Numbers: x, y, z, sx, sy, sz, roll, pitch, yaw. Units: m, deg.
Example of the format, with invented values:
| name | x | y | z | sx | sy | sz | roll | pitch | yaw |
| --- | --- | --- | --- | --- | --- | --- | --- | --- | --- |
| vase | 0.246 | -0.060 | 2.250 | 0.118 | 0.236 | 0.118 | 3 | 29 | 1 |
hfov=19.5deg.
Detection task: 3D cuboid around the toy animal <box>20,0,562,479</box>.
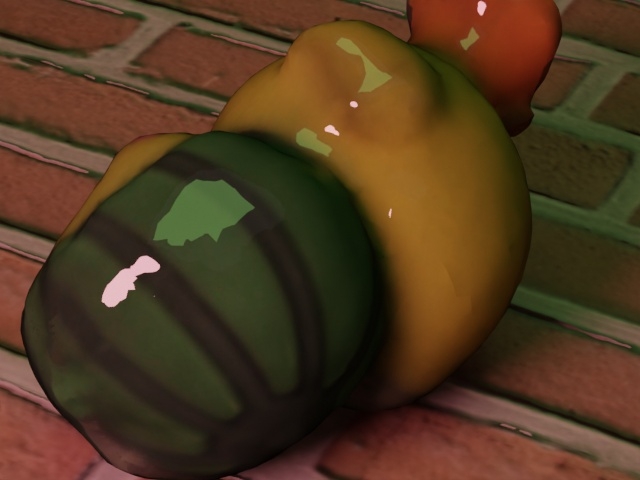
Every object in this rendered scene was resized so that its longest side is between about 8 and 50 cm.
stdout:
| name | x | y | z | sx | sy | sz | roll | pitch | yaw |
| --- | --- | --- | --- | --- | --- | --- | --- | --- | --- |
| toy animal | 0.001 | 0.003 | 0.993 | 0.191 | 0.216 | 0.338 | 46 | 53 | 13 |
